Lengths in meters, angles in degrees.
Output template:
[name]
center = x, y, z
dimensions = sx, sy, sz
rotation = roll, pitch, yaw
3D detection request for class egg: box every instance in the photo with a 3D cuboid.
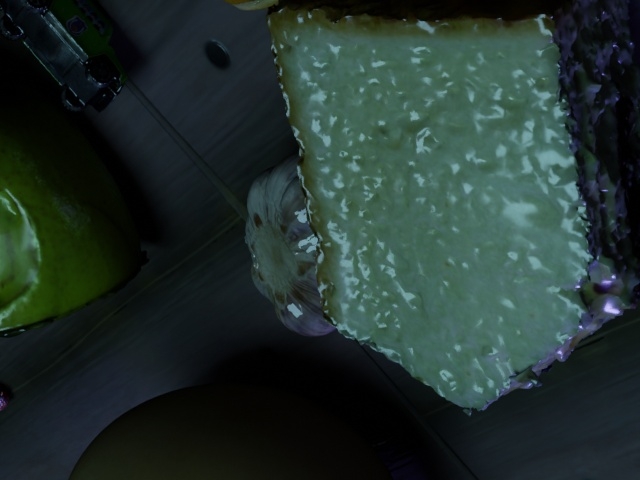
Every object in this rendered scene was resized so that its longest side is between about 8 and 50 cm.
[egg]
center = -0.088, 0.285, 1.608
dimensions = 0.374, 0.301, 0.301
rotation = -6, 120, 50

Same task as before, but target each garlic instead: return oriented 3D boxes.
[garlic]
center = 0.000, 0.000, 1.421
dimensions = 0.147, 0.102, 0.159
rotation = 30, 131, 42

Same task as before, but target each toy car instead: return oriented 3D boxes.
[toy car]
center = -0.231, -0.189, 1.495
dimensions = 0.165, 0.062, 0.071
rotation = 50, 144, -5

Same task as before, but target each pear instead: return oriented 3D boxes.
[pear]
center = -0.313, -0.047, 1.592
dimensions = 0.238, 0.164, 0.255
rotation = -9, 108, 15

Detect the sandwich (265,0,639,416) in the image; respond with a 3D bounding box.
[sandwich]
center = 0.113, -0.040, 1.211
dimensions = 0.262, 0.131, 0.325
rotation = 5, 116, 40

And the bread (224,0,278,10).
[bread]
center = -0.078, -0.260, 1.276
dimensions = 0.116, 0.077, 0.200
rotation = -23, 108, 43

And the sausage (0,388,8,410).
[sausage]
center = -0.415, 0.201, 2.073
dimensions = 0.034, 0.034, 0.129
rotation = 52, 143, -9
